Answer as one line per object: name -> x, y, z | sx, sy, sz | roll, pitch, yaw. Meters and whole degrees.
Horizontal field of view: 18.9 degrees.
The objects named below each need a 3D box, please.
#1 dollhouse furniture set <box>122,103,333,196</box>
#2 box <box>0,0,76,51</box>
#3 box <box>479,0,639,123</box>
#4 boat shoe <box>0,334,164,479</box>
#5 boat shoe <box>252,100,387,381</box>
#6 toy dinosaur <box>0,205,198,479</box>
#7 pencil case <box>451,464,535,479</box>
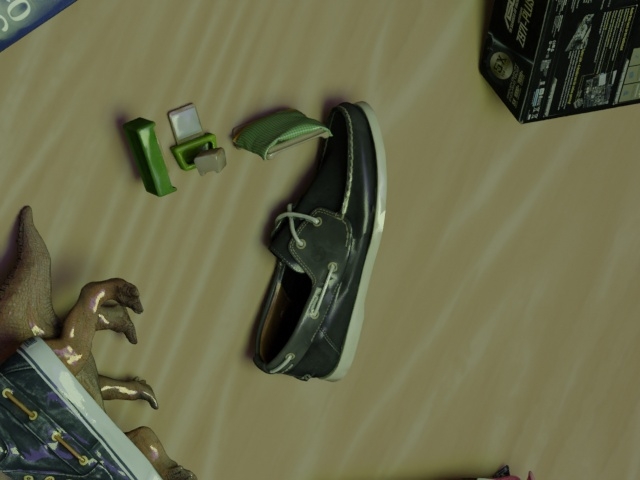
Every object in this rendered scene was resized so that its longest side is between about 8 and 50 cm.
dollhouse furniture set -> -0.075, -0.089, 1.513 | 0.151, 0.076, 0.059 | -22, 108, -18
box -> -0.269, -0.201, 1.429 | 0.225, 0.036, 0.136 | -36, 112, -13
box -> 0.225, -0.198, 1.584 | 0.147, 0.077, 0.180 | -11, 135, -22
boat shoe -> -0.177, 0.162, 1.390 | 0.083, 0.065, 0.183 | -41, 95, -9
boat shoe -> 0.000, 0.000, 1.559 | 0.079, 0.084, 0.233 | 8, 99, -26
toy dinosaur -> -0.220, 0.133, 1.468 | 0.200, 0.127, 0.296 | -18, 101, -13
pencil case -> 0.085, 0.247, 1.638 | 0.209, 0.095, 0.098 | -5, 136, -25
